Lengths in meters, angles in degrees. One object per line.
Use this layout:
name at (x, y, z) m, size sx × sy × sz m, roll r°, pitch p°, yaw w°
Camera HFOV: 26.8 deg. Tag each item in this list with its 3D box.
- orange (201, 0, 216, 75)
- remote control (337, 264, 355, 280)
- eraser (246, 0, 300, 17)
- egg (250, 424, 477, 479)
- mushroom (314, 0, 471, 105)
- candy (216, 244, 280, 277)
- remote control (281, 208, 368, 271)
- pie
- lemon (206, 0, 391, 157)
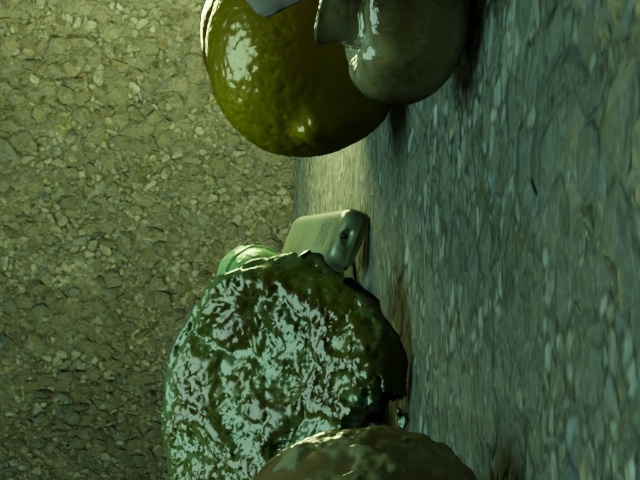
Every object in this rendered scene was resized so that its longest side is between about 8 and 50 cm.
orange at (-0.050, -0.284, 1.915) m, size 0.264 × 0.264 × 0.264 m, roll -178°, pitch 90°, yaw -86°
remote control at (0.018, 0.105, 1.928) m, size 0.335 × 0.066 × 0.128 m, roll -96°, pitch 12°, yaw -63°
eraser at (0.034, -0.258, 0.994) m, size 0.059 × 0.243 × 0.204 m, roll 49°, pitch -168°, yaw -21°
egg at (0.020, 0.235, 0.914) m, size 0.203 × 0.203 × 0.245 m, roll -93°, pitch 24°, yaw -47°
mushroom at (0.059, -0.195, 1.108) m, size 0.166 × 0.127 × 0.166 m, roll -172°, pitch 90°, yaw -82°
candy at (-0.039, 0.072, 1.857) m, size 0.440 × 0.119 × 0.119 m, roll -173°, pitch 84°, yaw -67°
remote control at (0.000, 0.001, 1.923) m, size 0.090 × 0.038 × 0.309 m, roll -70°, pitch 14°, yaw -8°
pie at (-0.060, 0.176, 1.489) m, size 0.371 × 0.078 × 0.296 m, roll -48°, pitch 60°, yaw 28°
lemon at (-0.020, -0.209, 1.530) m, size 0.228 × 0.228 × 0.253 m, roll 102°, pitch 167°, yaw -68°
